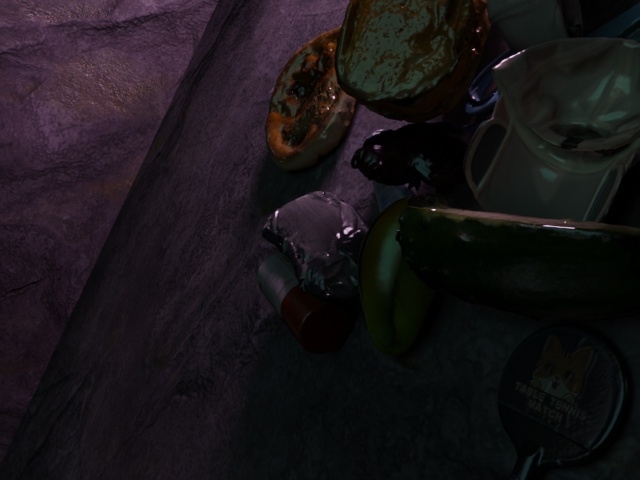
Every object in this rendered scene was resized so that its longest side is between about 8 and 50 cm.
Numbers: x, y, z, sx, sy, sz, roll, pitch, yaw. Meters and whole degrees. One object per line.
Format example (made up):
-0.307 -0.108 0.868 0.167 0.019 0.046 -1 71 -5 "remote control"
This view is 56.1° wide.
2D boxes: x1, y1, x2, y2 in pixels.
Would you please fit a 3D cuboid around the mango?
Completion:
0.110 0.050 0.862 0.125 0.111 0.233 -157 79 -70 "mango"

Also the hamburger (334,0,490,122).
0.138 -0.293 0.901 0.244 0.163 0.245 -6 78 31 "hamburger"

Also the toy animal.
0.124 -0.135 0.882 0.218 0.179 0.116 24 102 38 "toy animal"

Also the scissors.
0.343 -0.239 0.774 0.392 0.032 0.180 -31 47 44 "scissors"

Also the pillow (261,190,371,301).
0.000 0.000 1.046 0.161 0.093 0.335 -34 33 -6 "pillow"

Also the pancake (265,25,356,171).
-0.018 -0.317 1.344 0.356 0.065 0.357 -30 50 43 "pancake"

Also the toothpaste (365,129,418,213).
0.121 -0.083 0.992 0.089 0.057 0.234 -39 46 35 "toothpaste"

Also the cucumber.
0.220 0.026 0.666 0.325 0.105 0.145 10 110 55 "cucumber"

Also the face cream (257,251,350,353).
-0.034 0.104 1.050 0.096 0.095 0.214 -60 32 9 "face cream"

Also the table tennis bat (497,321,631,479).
0.241 0.200 0.642 0.150 0.027 0.237 17 82 59 "table tennis bat"

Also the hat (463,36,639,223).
0.301 -0.107 0.710 0.219 0.164 0.226 39 143 39 "hat"

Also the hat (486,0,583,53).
0.270 -0.399 0.750 0.167 0.301 0.258 14 66 39 "hat"
